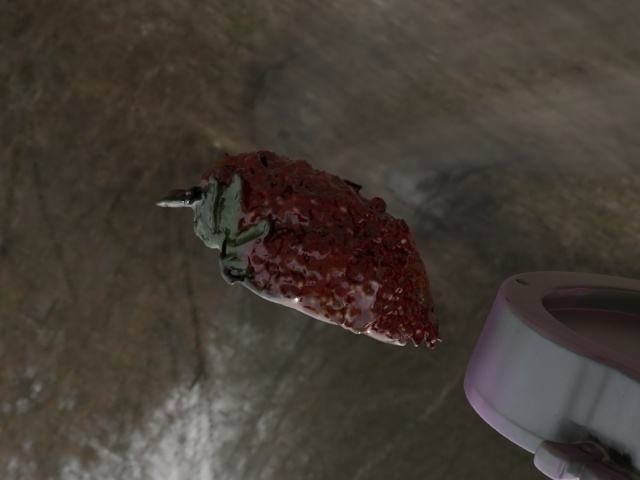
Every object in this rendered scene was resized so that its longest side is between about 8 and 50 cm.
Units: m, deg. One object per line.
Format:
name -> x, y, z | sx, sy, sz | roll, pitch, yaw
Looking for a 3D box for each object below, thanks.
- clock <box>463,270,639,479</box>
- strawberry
clock -> 0.293, 0.134, 1.094 | 0.338, 0.102, 0.338 | 15, -162, -5
strawberry -> -0.003, -0.001, 0.852 | 0.192, 0.085, 0.140 | 30, -172, 17
